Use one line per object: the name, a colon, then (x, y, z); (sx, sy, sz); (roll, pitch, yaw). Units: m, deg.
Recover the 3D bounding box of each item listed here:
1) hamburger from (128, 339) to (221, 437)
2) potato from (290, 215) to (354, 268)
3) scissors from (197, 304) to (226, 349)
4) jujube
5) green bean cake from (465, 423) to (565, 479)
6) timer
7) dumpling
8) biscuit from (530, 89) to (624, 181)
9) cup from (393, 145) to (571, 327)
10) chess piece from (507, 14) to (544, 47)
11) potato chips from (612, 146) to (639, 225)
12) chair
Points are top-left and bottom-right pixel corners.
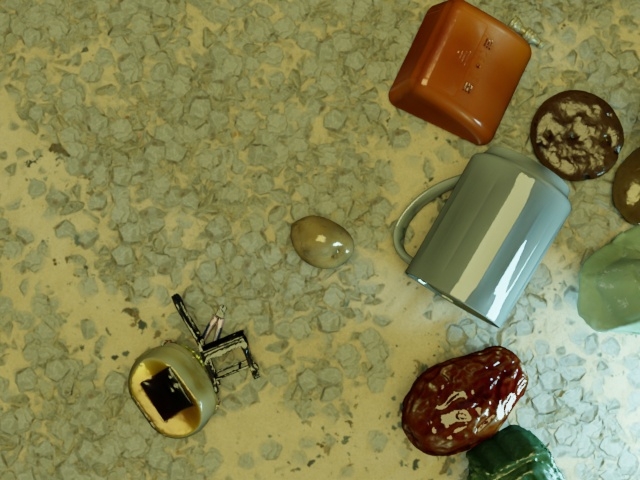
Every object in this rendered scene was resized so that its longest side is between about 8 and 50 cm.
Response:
hamburger: (-0.319, 0.326, 1.833); (0.173, 0.116, 0.210); (-37, 91, 6)
potato: (0.003, 0.000, 1.850); (0.147, 0.112, 0.112); (22, 87, -5)
scissors: (-0.238, 0.196, 1.884); (0.039, 0.012, 0.113); (21, 87, 1)
jujube: (0.305, 0.337, 1.793); (0.290, 0.197, 0.197); (-30, 87, -16)
green bean cake: (0.380, 0.586, 1.763); (0.307, 0.169, 0.300); (-30, 100, -1)
timer: (0.324, -0.374, 1.872); (0.250, 0.161, 0.257); (26, 87, -13)
dumpling: (0.724, 0.110, 1.805); (0.320, 0.270, 0.212); (5, 115, -23)
biscuit: (0.576, -0.237, 1.894); (0.212, 0.036, 0.212); (0, 86, 0)
cup: (0.329, -0.028, 1.806); (0.322, 0.237, 0.327); (29, 88, 32)
chess piece: (0.467, -0.468, 1.910); (0.092, 0.035, 0.035); (37, 88, -1)
potato chips: (0.740, -0.132, 1.883); (0.201, 0.049, 0.150); (-41, 93, -8)
chair: (-0.225, 0.203, 1.823); (0.113, 0.106, 0.229); (-22, 93, -5)
